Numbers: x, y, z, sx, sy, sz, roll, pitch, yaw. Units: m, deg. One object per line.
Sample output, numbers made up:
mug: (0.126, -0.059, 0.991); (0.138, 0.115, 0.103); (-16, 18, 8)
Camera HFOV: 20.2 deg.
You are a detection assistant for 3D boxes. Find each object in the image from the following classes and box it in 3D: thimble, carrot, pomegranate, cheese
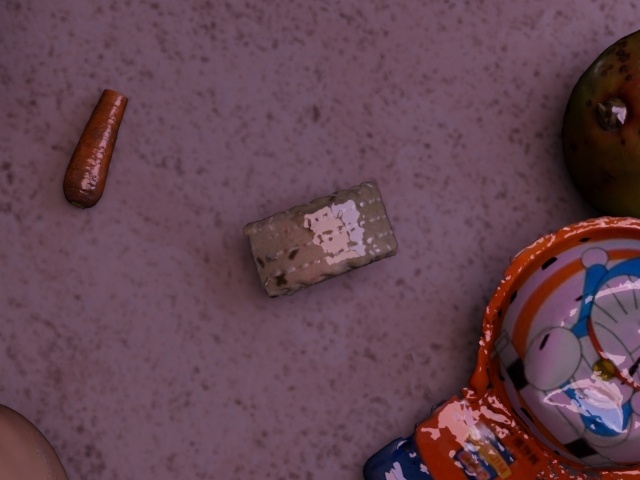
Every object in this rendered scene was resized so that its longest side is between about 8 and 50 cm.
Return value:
thimble: (0.000, 0.000, 1.359); (0.110, 0.084, 0.062); (-20, 87, -14)
carrot: (-0.171, -0.069, 1.366); (0.032, 0.032, 0.093); (20, 77, -8)
pomegranate: (0.281, -0.079, 1.394); (0.205, 0.159, 0.159); (22, 78, -36)
cheese: (0.186, 0.114, 1.359); (0.329, 0.129, 0.217); (-38, 96, 5)

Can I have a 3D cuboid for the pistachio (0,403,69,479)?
pistachio: (-0.269, 0.258, 1.202); (0.226, 0.207, 0.332); (43, 45, -33)
